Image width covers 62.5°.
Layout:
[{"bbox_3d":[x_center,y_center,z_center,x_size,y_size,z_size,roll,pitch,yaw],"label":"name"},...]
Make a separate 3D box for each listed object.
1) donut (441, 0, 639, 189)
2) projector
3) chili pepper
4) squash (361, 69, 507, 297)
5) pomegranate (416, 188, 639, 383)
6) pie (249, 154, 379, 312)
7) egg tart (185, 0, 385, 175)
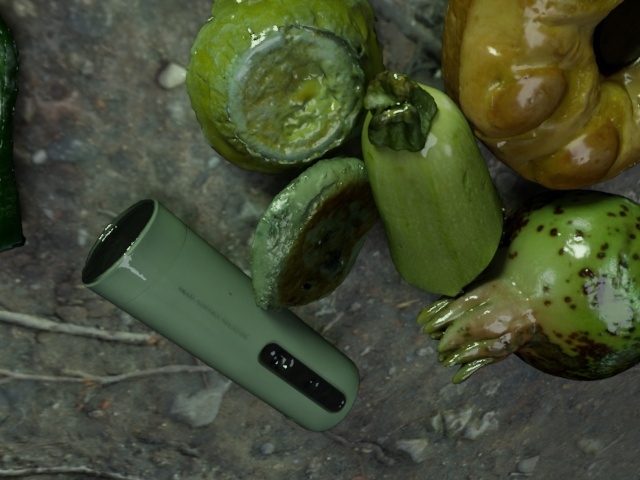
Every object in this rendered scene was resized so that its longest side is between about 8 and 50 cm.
[{"bbox_3d":[0.252,-0.205,0.466,0.317,0.150,0.299,-40,123,10],"label":"donut"},{"bbox_3d":[-0.093,0.097,0.586,0.108,0.108,0.337,-39,122,11],"label":"projector"},{"bbox_3d":[-0.292,-0.100,0.444,0.088,0.059,0.226,14,114,-8],"label":"chili pepper"},{"bbox_3d":[0.101,-0.071,0.474,0.137,0.137,0.287,-26,143,2],"label":"squash"},{"bbox_3d":[0.249,0.054,0.606,0.277,0.204,0.221,-8,117,12],"label":"pomegranate"},{"bbox_3d":[0.000,0.000,0.542,0.187,0.041,0.186,-38,147,-30],"label":"pie"},{"bbox_3d":[-0.025,-0.137,0.479,0.197,0.078,0.197,-7,126,-10],"label":"egg tart"}]
